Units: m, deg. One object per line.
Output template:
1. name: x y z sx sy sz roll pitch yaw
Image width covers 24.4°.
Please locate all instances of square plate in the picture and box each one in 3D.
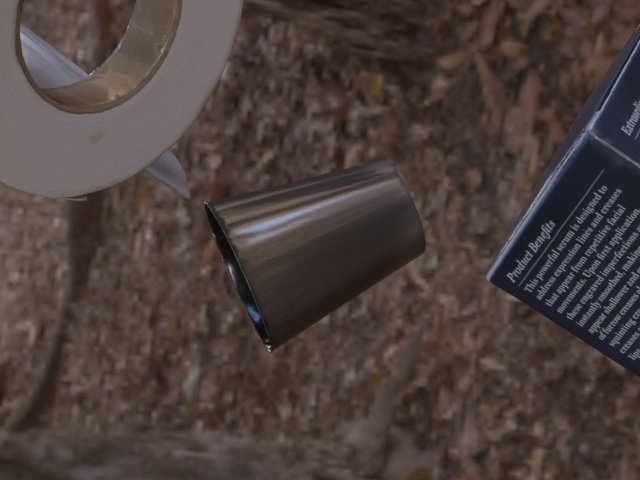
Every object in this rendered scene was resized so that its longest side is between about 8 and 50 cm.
1. square plate: -0.335 -0.208 1.798 0.049 0.347 0.344 -52 51 1

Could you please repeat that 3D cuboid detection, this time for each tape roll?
1. tape roll: -0.238 -0.233 1.486 0.072 0.392 0.392 28 113 37

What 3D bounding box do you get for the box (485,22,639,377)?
1. box: 0.407 -0.003 1.397 0.293 0.395 0.212 -52 -6 -47

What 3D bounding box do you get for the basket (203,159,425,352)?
1. basket: 0.000 0.000 1.812 0.154 0.227 0.204 95 150 -70
